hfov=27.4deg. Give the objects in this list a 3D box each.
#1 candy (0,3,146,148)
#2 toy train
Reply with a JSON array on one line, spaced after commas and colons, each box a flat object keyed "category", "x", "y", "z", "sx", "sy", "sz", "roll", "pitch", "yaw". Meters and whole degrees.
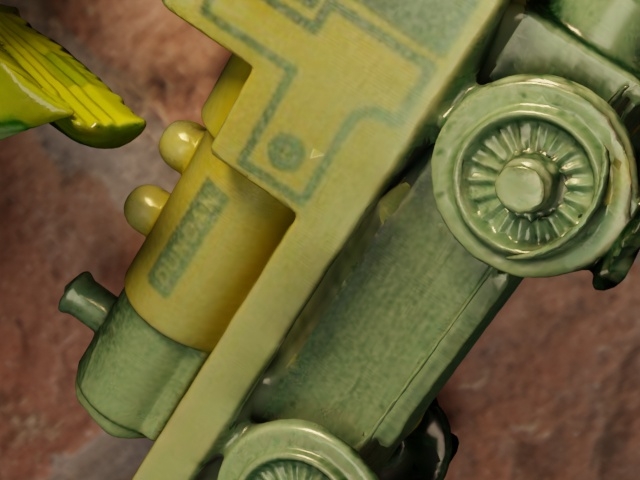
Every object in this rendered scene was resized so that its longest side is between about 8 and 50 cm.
[{"category": "candy", "x": -0.208, "y": -0.072, "z": 0.537, "sx": 0.246, "sy": 0.149, "sz": 0.069, "roll": -13, "pitch": 128, "yaw": -31}, {"category": "toy train", "x": 0.000, "y": 0.000, "z": 0.618, "sx": 0.237, "sy": 0.150, "sz": 0.369, "roll": 35, "pitch": 114, "yaw": 5}]
